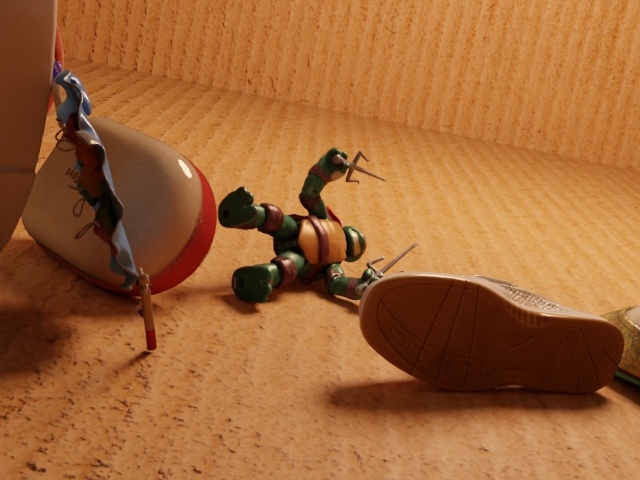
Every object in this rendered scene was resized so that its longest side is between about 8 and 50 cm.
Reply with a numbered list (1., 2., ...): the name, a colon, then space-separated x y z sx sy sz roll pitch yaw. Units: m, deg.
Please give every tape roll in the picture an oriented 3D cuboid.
1. tape roll: -0.329 -0.172 0.971 0.072 0.392 0.392 3 16 -32

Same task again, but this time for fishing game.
1. fishing game: -0.190 -0.044 0.866 0.041 0.189 0.264 -18 67 -16

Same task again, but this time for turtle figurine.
1. turtle figurine: 0.000 0.000 1.137 0.234 0.118 0.175 -6 63 -47

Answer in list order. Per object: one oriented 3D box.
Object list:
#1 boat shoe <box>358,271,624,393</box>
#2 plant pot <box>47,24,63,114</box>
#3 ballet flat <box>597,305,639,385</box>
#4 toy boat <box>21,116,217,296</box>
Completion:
1. boat shoe: 0.143 0.080 0.973 0.277 0.098 0.096 15 11 -27
2. plant pot: -0.511 -0.254 1.459 0.272 0.272 0.265 5 8 -24
3. ballet flat: 0.373 0.111 0.985 0.123 0.123 0.348 4 16 -28
4. toy boat: -0.182 -0.020 1.066 0.231 0.151 0.151 27 -9 46
